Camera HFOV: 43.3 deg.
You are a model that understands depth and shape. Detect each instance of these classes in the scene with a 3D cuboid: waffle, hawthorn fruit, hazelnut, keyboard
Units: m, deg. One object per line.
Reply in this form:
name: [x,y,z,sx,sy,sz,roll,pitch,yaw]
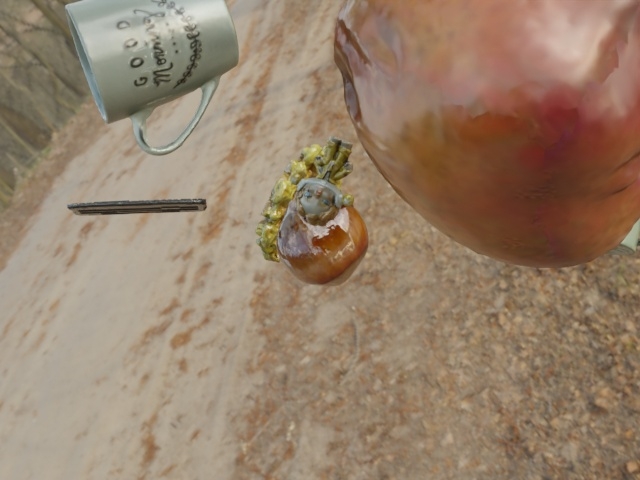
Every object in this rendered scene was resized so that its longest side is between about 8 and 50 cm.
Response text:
waffle: [-0.044,-0.083,1.881,0.068,0.325,0.302,33,99,23]
hawthorn fruit: [0.237,-0.204,0.966,0.471,0.472,0.472,-31,28,18]
hazelnut: [0.000,0.000,1.510,0.182,0.182,0.182,-31,28,18]
keyboard: [-0.355,-0.067,1.580,0.262,0.016,0.106,-2,-7,-7]

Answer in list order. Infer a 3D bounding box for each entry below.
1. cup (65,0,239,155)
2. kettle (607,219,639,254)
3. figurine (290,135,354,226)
cup: [-0.248,-0.270,1.278,0.234,0.258,0.186,-18,11,-15]
kettle: [0.509,-0.108,1.376,0.240,0.165,0.255,15,82,12]
figurine: [0.004,-0.094,1.282,0.101,0.143,0.068,-1,10,11]
